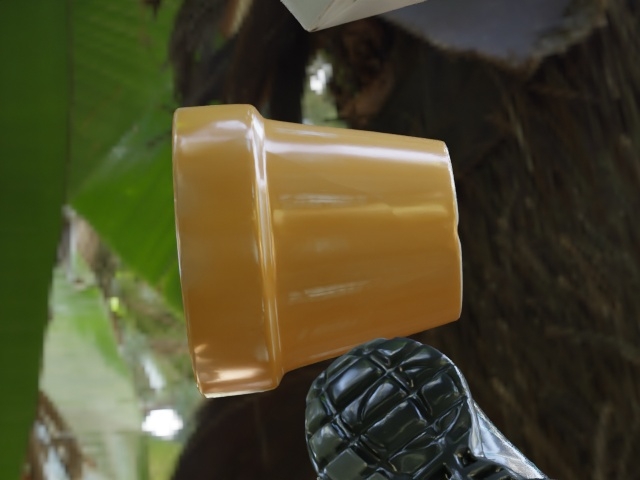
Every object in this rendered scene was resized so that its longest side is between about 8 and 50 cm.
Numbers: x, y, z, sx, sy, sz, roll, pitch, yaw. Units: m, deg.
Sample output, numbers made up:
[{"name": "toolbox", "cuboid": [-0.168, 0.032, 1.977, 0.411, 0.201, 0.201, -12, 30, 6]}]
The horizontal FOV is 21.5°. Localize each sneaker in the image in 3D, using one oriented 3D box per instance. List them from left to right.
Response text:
[{"name": "sneaker", "cuboid": [0.081, 0.152, 0.928, 0.101, 0.267, 0.106, -38, -49, -8]}]

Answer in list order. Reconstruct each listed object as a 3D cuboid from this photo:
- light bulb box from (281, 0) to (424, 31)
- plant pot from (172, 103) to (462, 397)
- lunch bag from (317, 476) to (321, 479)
[{"name": "light bulb box", "cuboid": [0.030, -0.343, 0.976, 0.225, 0.361, 0.358, -45, -10, 31]}, {"name": "plant pot", "cuboid": [0.000, 0.000, 1.189, 0.187, 0.205, 0.205, -5, -33, 0]}, {"name": "lunch bag", "cuboid": [0.080, 0.358, 1.691, 0.243, 0.303, 0.115, -32, -5, 41]}]
